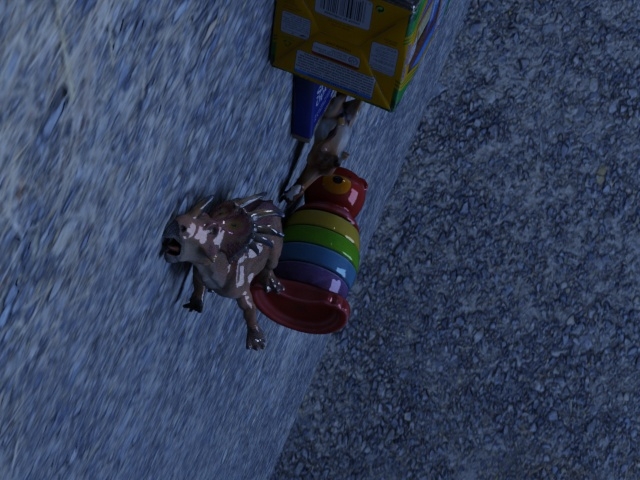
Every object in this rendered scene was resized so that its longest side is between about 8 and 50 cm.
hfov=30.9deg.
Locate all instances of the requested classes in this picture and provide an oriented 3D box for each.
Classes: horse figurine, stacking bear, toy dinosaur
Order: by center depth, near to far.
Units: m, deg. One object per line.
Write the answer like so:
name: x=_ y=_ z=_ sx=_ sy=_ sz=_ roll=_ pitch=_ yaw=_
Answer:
toy dinosaur: x=-0.099 y=-0.001 z=1.472 sx=0.296 sy=0.127 sz=0.200 roll=-65 pitch=166 yaw=-63
horse figurine: x=0.024 y=-0.186 z=1.883 sx=0.174 sy=0.066 sz=0.263 roll=-45 pitch=-156 yaw=60
stacking bear: x=0.000 y=0.000 z=1.998 sx=0.164 sy=0.175 sz=0.289 roll=90 pitch=16 yaw=-64

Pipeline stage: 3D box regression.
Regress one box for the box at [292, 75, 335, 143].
box: x=0.000 y=-0.260 z=1.719 sx=0.225 sy=0.036 sz=0.136 roll=93 pitch=20 yaw=-62

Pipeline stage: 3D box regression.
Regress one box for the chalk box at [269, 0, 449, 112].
chalk box: x=0.076 y=-0.344 z=1.489 sx=0.179 sy=0.180 sz=0.289 roll=101 pitch=15 yaw=-52
